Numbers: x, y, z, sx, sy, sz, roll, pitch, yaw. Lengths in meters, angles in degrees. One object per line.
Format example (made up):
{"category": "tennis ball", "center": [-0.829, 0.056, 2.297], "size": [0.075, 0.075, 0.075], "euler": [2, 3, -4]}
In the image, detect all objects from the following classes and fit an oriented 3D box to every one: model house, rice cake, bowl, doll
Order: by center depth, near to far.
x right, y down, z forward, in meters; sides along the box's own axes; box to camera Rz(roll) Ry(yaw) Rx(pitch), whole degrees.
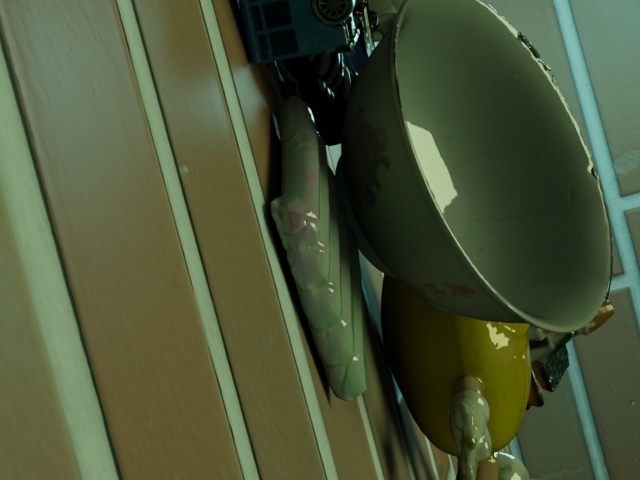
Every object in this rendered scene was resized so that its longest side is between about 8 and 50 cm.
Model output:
{"category": "rice cake", "center": [0.000, 0.000, 1.037], "size": [0.198, 0.037, 0.189], "euler": [-87, 161, -62]}
{"category": "bowl", "center": [0.117, -0.054, 1.186], "size": [0.345, 0.157, 0.345], "euler": [31, 46, -39]}
{"category": "doll", "center": [0.002, -0.150, 1.209], "size": [0.219, 0.067, 0.091], "euler": [46, 33, -61]}
{"category": "doll", "center": [0.157, 0.172, 1.384], "size": [0.423, 0.161, 0.348], "euler": [75, 10, -49]}
{"category": "model house", "center": [0.312, 0.168, 1.931], "size": [0.190, 0.301, 0.271], "euler": [-105, 175, -54]}

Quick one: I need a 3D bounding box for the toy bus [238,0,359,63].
{"category": "toy bus", "center": [-0.028, -0.243, 1.032], "size": [0.090, 0.106, 0.184], "euler": [-67, 147, -70]}

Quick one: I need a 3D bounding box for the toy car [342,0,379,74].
{"category": "toy car", "center": [0.046, -0.228, 1.624], "size": [0.103, 0.063, 0.216], "euler": [34, 48, -76]}

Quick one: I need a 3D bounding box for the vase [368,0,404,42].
{"category": "vase", "center": [0.082, -0.486, 1.775], "size": [0.250, 0.250, 0.445], "euler": [12, 67, -80]}
